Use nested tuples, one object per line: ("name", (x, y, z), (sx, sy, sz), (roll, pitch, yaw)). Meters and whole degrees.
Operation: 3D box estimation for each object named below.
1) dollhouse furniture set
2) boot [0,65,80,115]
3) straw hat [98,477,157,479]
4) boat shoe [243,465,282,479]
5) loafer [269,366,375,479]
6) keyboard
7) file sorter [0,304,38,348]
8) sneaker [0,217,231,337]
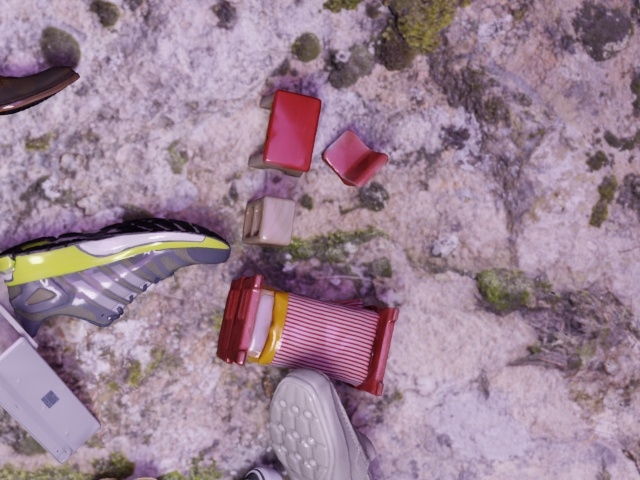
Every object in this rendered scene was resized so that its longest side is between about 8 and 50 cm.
("dollhouse furniture set", (0.000, 0.000, 1.673), (0.201, 0.152, 0.374), (12, 84, -15))
("boot", (-0.421, -0.205, 1.601), (0.219, 0.082, 0.106), (-23, 96, -14))
("straw hat", (-0.274, 0.340, 1.625), (0.144, 0.144, 0.061), (-39, 57, -14))
("boat shoe", (-0.141, 0.432, 1.634), (0.105, 0.113, 0.306), (22, 91, -27))
("loafer", (0.012, 0.274, 1.634), (0.111, 0.112, 0.319), (-43, 140, -34))
("keyboard", (-0.338, 0.199, 1.544), (0.014, 0.256, 0.072), (33, 71, 29))
("file sorter", (-0.497, 0.140, 1.496), (0.277, 0.193, 0.173), (-43, 115, -12))
("sneaker", (-0.262, 0.044, 1.635), (0.300, 0.111, 0.121), (-9, 104, -13))
